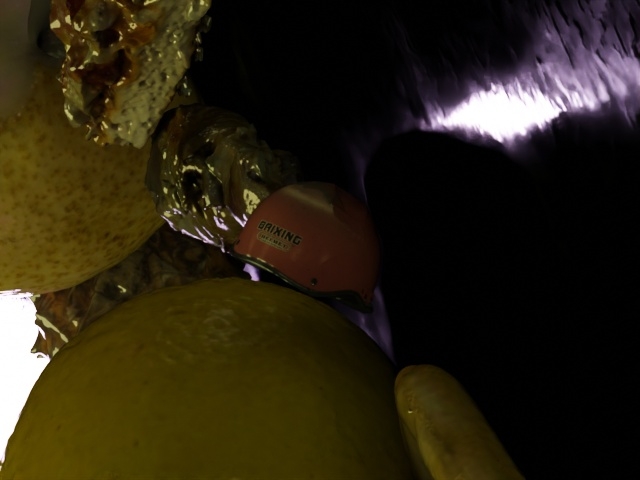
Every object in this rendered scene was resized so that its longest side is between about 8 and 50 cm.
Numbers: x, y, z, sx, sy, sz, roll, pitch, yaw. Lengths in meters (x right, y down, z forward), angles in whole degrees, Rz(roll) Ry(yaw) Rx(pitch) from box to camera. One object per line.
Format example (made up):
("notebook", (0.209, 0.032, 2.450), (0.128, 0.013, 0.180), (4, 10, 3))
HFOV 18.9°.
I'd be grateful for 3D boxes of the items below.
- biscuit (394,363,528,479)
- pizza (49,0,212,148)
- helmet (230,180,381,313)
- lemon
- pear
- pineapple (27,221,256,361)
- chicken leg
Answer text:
("biscuit", (0.086, 0.154, 0.793), (0.183, 0.039, 0.174), (-126, 16, -59))
("pizza", (-0.119, -0.125, 1.062), (0.154, 0.069, 0.194), (57, 145, 40))
("helmet", (0.001, -0.001, 0.863), (0.065, 0.049, 0.084), (24, -179, 23))
("lemon", (-0.047, 0.142, 0.928), (0.236, 0.236, 0.263), (78, -151, -54))
("pear", (-0.209, -0.090, 1.243), (0.271, 0.271, 0.271), (156, 90, -82))
("pineapple", (-0.114, 0.085, 1.472), (0.175, 0.175, 0.361), (63, 177, 24))
("chicken leg", (-0.047, -0.033, 1.062), (0.198, 0.069, 0.085), (-164, 74, -71))
